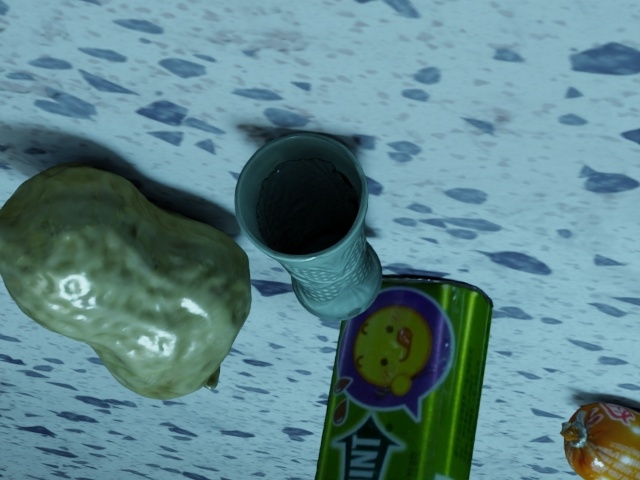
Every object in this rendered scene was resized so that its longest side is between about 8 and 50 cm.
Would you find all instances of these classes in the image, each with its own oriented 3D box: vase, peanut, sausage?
[{"bbox_3d":[0.000,0.000,1.339,0.096,0.096,0.219,7,164,10],"label":"vase"},{"bbox_3d":[-0.147,0.030,1.442,0.159,0.143,0.291,-30,143,11],"label":"peanut"},{"bbox_3d":[0.357,0.238,1.843,0.312,0.093,0.093,26,157,-36],"label":"sausage"}]

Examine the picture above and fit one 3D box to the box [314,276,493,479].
[{"bbox_3d":[0.059,0.208,1.510,0.134,0.345,0.097,2,161,26],"label":"box"}]
